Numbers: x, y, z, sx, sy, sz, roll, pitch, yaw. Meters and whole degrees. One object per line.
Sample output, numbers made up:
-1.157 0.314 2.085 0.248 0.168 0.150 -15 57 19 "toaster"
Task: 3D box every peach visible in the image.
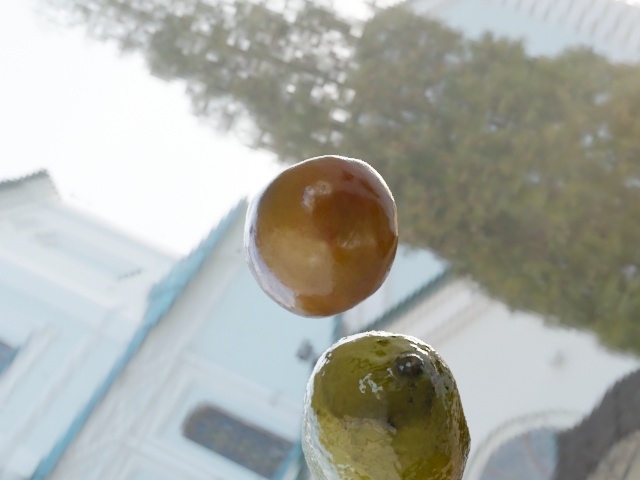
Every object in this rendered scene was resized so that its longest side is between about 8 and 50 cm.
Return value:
0.000 0.000 1.286 0.138 0.138 0.138 -48 -28 -38 "peach"

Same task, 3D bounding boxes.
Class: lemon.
0.031 0.091 0.735 0.082 0.082 0.110 -50 -34 -36 "lemon"
